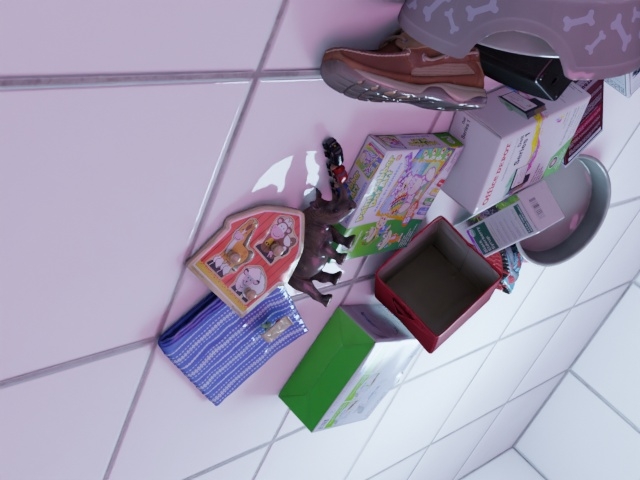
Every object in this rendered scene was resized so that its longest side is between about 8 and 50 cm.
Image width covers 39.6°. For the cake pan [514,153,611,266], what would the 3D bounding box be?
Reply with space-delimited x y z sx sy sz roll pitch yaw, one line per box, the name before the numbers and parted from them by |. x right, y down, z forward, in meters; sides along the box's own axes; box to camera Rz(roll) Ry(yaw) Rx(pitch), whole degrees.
cake pan | 0.571 -0.078 2.143 0.293 0.054 0.293 -13 120 -24

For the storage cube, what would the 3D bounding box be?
storage cube | 0.236 0.097 1.848 0.215 0.183 0.193 -42 165 -9

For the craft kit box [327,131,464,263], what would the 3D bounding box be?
craft kit box | 0.127 -0.082 1.638 0.246 0.061 0.250 -8 134 -46

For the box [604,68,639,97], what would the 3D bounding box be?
box | 0.665 -0.445 1.863 0.169 0.087 0.290 -46 152 0

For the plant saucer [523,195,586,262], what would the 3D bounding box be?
plant saucer | 0.642 -0.062 2.337 0.332 0.084 0.332 -33 150 -22

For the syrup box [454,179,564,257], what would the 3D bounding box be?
syrup box | 0.399 -0.037 1.914 0.096 0.093 0.237 -26 176 -33

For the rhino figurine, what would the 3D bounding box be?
rhino figurine | 0.000 0.000 1.525 0.073 0.106 0.243 -61 171 -52

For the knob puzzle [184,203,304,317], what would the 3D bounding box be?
knob puzzle | -0.097 0.023 1.438 0.213 0.030 0.213 -19 129 -25

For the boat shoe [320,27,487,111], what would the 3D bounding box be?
boat shoe | 0.130 -0.269 1.358 0.324 0.123 0.116 0 94 -43

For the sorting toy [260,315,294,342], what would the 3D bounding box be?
sorting toy | -0.084 0.158 1.632 0.062 0.012 0.083 -36 157 -4

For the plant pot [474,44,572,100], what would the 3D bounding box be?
plant pot | 0.357 -0.342 1.493 0.187 0.167 0.188 -52 153 12

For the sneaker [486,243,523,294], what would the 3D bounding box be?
sneaker | 0.451 0.034 2.216 0.125 0.104 0.262 -60 159 -12

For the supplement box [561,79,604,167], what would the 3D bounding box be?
supplement box | 0.549 -0.274 1.942 0.130 0.073 0.239 -44 153 -6

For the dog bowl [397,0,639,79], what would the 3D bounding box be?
dog bowl | 0.288 -0.334 1.246 0.349 0.349 0.102 -21 131 -39

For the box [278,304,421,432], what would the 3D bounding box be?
box | 0.076 0.278 1.958 0.231 0.127 0.262 2 126 -55

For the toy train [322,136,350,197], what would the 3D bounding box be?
toy train | 0.030 -0.114 1.480 0.027 0.036 0.158 -38 151 -15

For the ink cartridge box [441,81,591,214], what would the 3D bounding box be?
ink cartridge box | 0.377 -0.198 1.759 0.278 0.117 0.201 -26 146 -33

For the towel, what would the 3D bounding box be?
towel | -0.145 0.172 1.612 0.243 0.040 0.336 -40 152 -10
